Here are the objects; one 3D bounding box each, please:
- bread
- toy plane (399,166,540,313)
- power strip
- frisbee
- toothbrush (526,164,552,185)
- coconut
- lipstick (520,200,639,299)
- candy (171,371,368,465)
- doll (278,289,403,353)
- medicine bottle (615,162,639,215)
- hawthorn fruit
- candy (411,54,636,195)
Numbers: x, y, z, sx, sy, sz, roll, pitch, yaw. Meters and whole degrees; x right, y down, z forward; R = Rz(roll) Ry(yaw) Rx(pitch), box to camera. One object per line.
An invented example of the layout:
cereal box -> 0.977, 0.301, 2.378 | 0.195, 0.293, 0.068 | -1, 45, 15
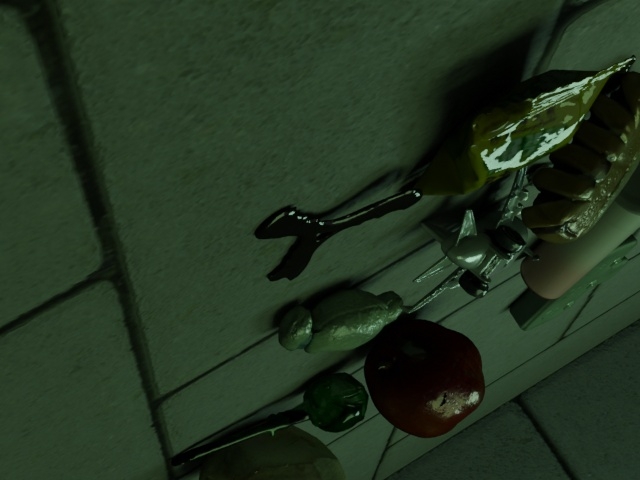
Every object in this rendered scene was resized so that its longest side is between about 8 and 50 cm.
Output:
bread -> 0.327, -0.096, 1.700 | 0.225, 0.081, 0.134 | -56, 153, 1
toy plane -> 0.214, 0.006, 1.803 | 0.251, 0.101, 0.255 | -54, 157, 23
power strip -> 0.478, 0.060, 2.554 | 0.193, 0.059, 0.265 | -19, 158, -41
frisbee -> 0.000, 0.000, 1.503 | 0.211, 0.012, 0.187 | -14, 159, -31
toothbrush -> 0.353, -0.094, 1.923 | 0.028, 0.026, 0.294 | -22, 173, 35
coconut -> -0.072, 0.394, 2.187 | 0.237, 0.237, 0.197 | -14, 120, -50
lipstick -> 0.432, -0.028, 2.156 | 0.087, 0.087, 0.327 | -19, 159, -41
candy -> -0.076, 0.279, 2.117 | 0.323, 0.097, 0.097 | -17, 159, -22
doll -> 0.025, 0.105, 1.777 | 0.214, 0.071, 0.103 | -10, 151, -46
medicine bottle -> 0.511, -0.122, 1.956 | 0.250, 0.131, 0.131 | -20, 159, -38
hawthorn fruit -> 0.149, 0.209, 2.148 | 0.185, 0.185, 0.202 | -40, 145, 20
candy -> 0.196, -0.109, 1.463 | 0.187, 0.081, 0.297 | -28, 174, -15
